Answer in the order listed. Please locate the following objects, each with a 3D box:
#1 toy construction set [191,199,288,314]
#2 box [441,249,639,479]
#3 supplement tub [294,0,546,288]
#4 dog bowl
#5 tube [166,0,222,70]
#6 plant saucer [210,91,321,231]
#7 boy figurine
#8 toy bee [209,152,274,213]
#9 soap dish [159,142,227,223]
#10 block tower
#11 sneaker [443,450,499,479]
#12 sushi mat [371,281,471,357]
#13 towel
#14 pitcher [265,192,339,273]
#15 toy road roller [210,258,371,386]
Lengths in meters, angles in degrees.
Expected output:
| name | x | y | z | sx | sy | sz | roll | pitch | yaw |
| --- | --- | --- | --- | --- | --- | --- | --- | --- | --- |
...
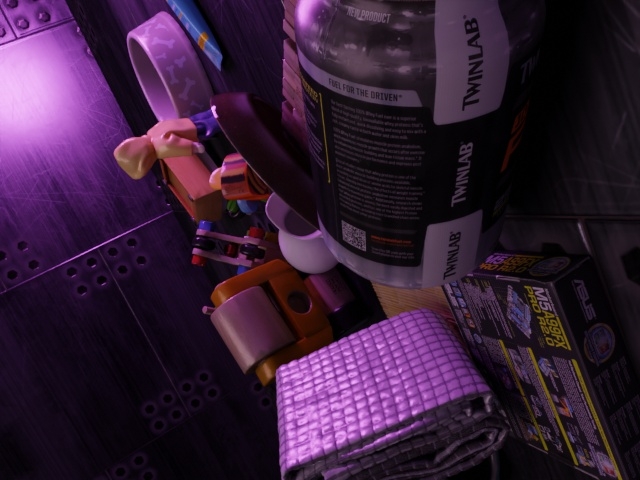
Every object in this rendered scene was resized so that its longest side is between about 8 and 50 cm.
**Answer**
| name | x | y | z | sx | sy | sz | roll | pitch | yaw |
| --- | --- | --- | --- | --- | --- | --- | --- | --- | --- |
| toy construction set | -0.159 | 0.071 | 1.448 | 0.258 | 0.237 | 0.308 | -23 | 59 | 35 |
| box | 0.265 | 0.143 | 0.710 | 0.269 | 0.060 | 0.216 | 65 | 160 | -11 |
| supplement tub | 0.087 | -0.129 | 0.554 | 0.207 | 0.207 | 0.337 | 47 | 157 | 36 |
| dog bowl | -0.390 | -0.409 | 1.542 | 0.348 | 0.102 | 0.348 | 50 | 158 | 28 |
| tube | -0.265 | -0.460 | 1.244 | 0.207 | 0.052 | 0.080 | 57 | 172 | -4 |
| plant saucer | -0.042 | -0.128 | 0.931 | 0.310 | 0.050 | 0.310 | 45 | -165 | -16 |
| boy figurine | -0.325 | -0.228 | 1.351 | 0.177 | 0.285 | 0.092 | 37 | 149 | 44 |
| toy bee | -0.122 | -0.133 | 1.163 | 0.298 | 0.196 | 0.162 | 111 | 153 | -79 |
| soap dish | -0.388 | -0.182 | 1.790 | 0.228 | 0.118 | 0.291 | 52 | 163 | 7 |
| block tower | 0.011 | -0.247 | 0.760 | 0.097 | 0.091 | 0.335 | 53 | 159 | 20 |
| sneaker | 0.204 | 0.344 | 1.042 | 0.295 | 0.124 | 0.178 | 45 | 161 | 20 |
| sushi mat | 0.173 | 0.110 | 0.960 | 0.151 | 0.019 | 0.317 | 65 | 161 | -14 |
| towel | 0.084 | 0.235 | 0.815 | 0.235 | 0.284 | 0.121 | -108 | -8 | -66 |
| pitcher | 0.000 | 0.000 | 1.066 | 0.178 | 0.125 | 0.207 | 37 | 169 | 19 |
| toy road roller | -0.078 | 0.175 | 1.232 | 0.202 | 0.330 | 0.240 | 55 | 138 | 16 |
